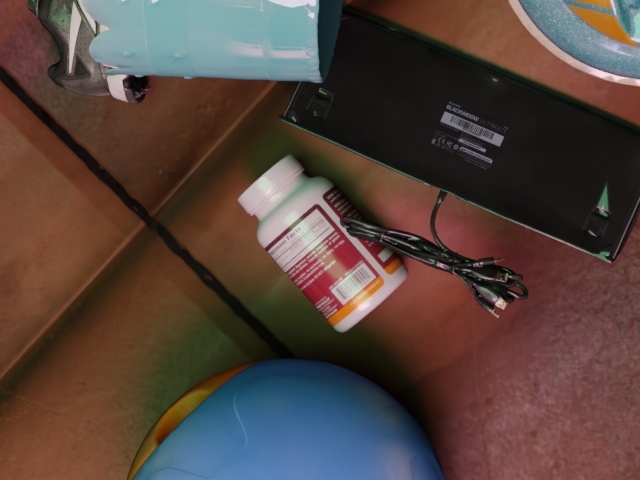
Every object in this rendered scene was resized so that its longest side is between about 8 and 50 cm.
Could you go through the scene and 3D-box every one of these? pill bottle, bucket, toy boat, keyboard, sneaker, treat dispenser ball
[{"bbox_3d":[0.000,0.000,1.572,0.086,0.086,0.152,-41,89,20],"label":"pill bottle"},{"bbox_3d":[-0.074,-0.257,1.441,0.183,0.281,0.281,6,104,4],"label":"bucket"},{"bbox_3d":[0.271,-0.277,1.401,0.267,0.148,0.318,6,104,14],"label":"toy boat"},{"bbox_3d":[0.114,-0.058,1.527,0.317,0.033,0.201,24,80,10],"label":"keyboard"},{"bbox_3d":[-0.214,-0.237,1.581,0.106,0.078,0.234,1,105,13],"label":"sneaker"},{"bbox_3d":[-0.030,0.245,1.530,0.288,0.288,0.288,3,103,15],"label":"treat dispenser ball"}]
